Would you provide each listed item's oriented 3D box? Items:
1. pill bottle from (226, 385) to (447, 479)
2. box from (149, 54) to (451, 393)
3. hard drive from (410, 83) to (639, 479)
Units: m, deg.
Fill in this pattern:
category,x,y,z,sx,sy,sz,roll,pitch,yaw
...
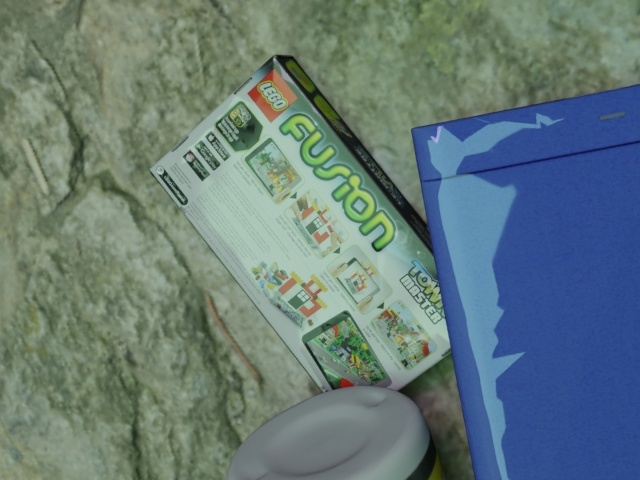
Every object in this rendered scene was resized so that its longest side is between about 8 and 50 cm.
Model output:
category,x,y,z,sx,sy,sz,roll,pitch,yaw
pill bottle,0.035,0.202,0.617,0.119,0.119,0.208,-15,109,19
box,0.000,0.000,0.655,0.114,0.036,0.207,-39,86,19
hard drive,0.183,0.074,0.588,0.210,0.040,0.318,-11,95,6
